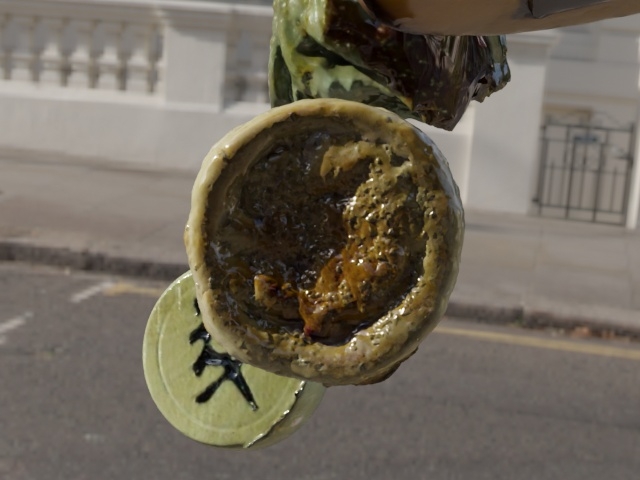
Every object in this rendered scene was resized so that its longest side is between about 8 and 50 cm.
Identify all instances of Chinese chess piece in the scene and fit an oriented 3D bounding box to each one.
[{"bbox_3d":[-0.081,0.110,1.195,0.188,0.188,0.083,8,4,21],"label":"Chinese chess piece"}]

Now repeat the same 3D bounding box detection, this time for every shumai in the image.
[{"bbox_3d":[0.051,-0.141,0.756,0.142,0.184,0.184,14,13,14],"label":"shumai"}]

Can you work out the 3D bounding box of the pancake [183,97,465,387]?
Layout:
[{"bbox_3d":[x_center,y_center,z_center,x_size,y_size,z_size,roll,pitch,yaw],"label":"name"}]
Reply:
[{"bbox_3d":[0.000,0.000,0.577,0.139,0.139,0.022,5,1,4],"label":"pancake"}]

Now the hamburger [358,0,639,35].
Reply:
[{"bbox_3d":[0.115,-0.186,0.437,0.302,0.170,0.302,-13,-7,-2],"label":"hamburger"}]
